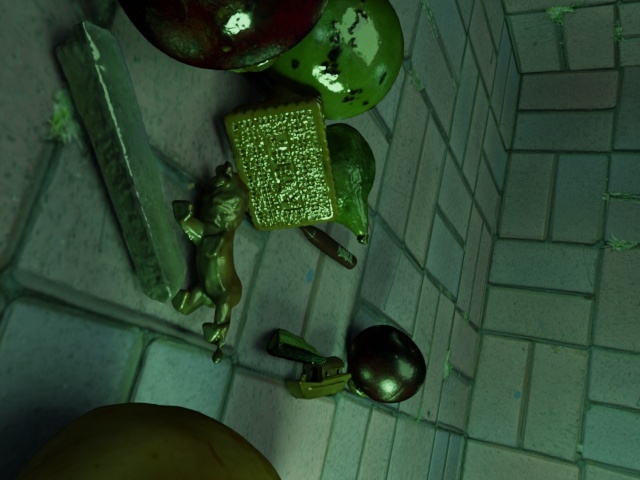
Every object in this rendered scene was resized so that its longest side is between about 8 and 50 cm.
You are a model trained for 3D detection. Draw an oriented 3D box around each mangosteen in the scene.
[{"bbox_3d":[0.158,0.329,1.538,0.216,0.216,0.216,-16,108,-60],"label":"mangosteen"},{"bbox_3d":[-0.117,-0.373,0.797,0.359,0.306,0.306,28,70,-71],"label":"mangosteen"}]

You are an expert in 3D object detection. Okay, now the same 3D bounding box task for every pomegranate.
[{"bbox_3d":[-0.214,0.395,0.676,0.411,0.412,0.411,-16,108,-60],"label":"pomegranate"},{"bbox_3d":[-0.003,-0.325,1.043,0.323,0.291,0.291,-63,145,-24],"label":"pomegranate"}]

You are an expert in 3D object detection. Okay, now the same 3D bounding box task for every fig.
[{"bbox_3d":[0.049,-0.107,1.183,0.203,0.235,0.203,-35,160,-15],"label":"fig"}]

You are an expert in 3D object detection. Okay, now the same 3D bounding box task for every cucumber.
[{"bbox_3d":[-0.062,0.223,1.238,0.046,0.070,0.220,-43,149,5],"label":"cucumber"}]

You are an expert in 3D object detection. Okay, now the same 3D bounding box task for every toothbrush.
[{"bbox_3d":[0.001,0.000,1.341,0.364,0.041,0.040,36,63,-58],"label":"toothbrush"}]

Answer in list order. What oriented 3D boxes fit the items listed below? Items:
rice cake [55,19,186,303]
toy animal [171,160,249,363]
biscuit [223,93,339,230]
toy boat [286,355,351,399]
[{"bbox_3d":[-0.262,-0.093,0.807,0.070,0.064,0.399,-58,143,-57],"label":"rice cake"},{"bbox_3d":[-0.168,0.027,0.976,0.157,0.097,0.312,-23,116,-66],"label":"toy animal"},{"bbox_3d":[-0.063,-0.130,1.051,0.029,0.172,0.254,-92,173,-55],"label":"biscuit"},{"bbox_3d":[-0.004,0.315,1.358,0.226,0.068,0.088,13,78,-59],"label":"toy boat"}]
